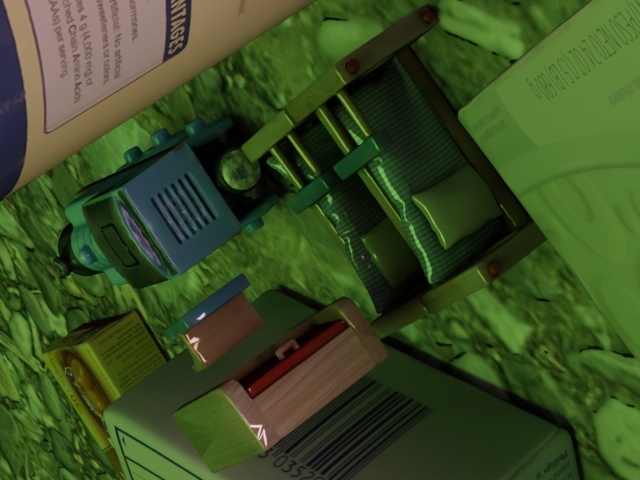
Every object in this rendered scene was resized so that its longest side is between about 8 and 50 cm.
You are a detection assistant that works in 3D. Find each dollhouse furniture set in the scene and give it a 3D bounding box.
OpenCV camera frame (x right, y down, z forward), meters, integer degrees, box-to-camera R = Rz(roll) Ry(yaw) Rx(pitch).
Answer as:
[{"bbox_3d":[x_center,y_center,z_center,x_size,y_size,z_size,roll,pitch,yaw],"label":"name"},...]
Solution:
[{"bbox_3d":[0.000,0.000,0.820,0.129,0.183,0.129,54,152,0],"label":"dollhouse furniture set"}]

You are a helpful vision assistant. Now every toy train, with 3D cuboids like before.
[{"bbox_3d":[-0.104,-0.018,1.039,0.080,0.105,0.184,59,151,-9],"label":"toy train"}]

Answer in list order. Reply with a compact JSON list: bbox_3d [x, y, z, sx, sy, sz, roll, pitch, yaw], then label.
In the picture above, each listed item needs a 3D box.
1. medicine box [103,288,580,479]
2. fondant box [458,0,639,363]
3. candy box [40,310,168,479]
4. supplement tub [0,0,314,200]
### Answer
[{"bbox_3d":[0.032,0.216,1.046,0.263,0.149,0.289,23,139,44],"label":"medicine box"},{"bbox_3d":[0.205,0.038,0.589,0.330,0.096,0.238,53,168,0],"label":"fondant box"},{"bbox_3d":[-0.136,0.150,1.328,0.187,0.053,0.109,60,151,-9],"label":"candy box"},{"bbox_3d":[-0.095,-0.169,0.629,0.235,0.325,0.235,37,147,29],"label":"supplement tub"}]
